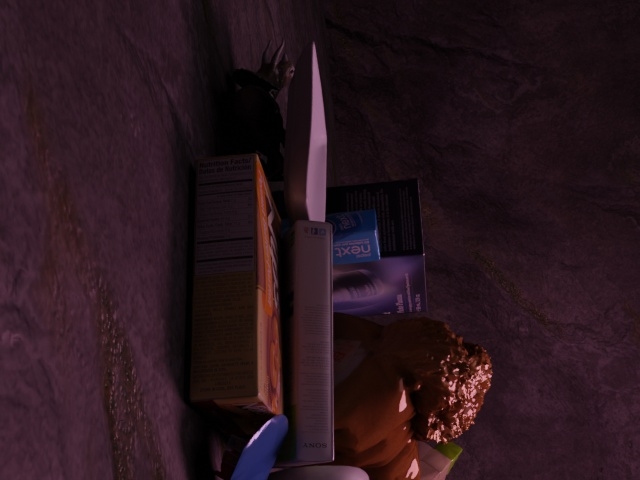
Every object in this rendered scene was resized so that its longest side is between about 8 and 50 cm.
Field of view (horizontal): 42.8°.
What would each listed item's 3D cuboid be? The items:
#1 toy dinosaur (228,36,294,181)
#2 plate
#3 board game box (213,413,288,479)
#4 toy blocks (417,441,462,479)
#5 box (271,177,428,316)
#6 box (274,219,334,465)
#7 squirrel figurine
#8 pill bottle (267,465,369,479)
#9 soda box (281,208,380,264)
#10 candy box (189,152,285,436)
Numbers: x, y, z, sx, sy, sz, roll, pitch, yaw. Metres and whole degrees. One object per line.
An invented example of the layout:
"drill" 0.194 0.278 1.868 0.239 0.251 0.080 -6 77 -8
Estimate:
"toy dinosaur" -0.105 -0.186 1.305 0.314 0.121 0.160 -78 150 -55
"plate" -0.022 -0.119 1.276 0.277 0.045 0.278 79 12 -64
"board game box" -0.096 0.275 0.968 0.169 0.033 0.133 -67 161 7
"toy blocks" 0.135 0.601 1.717 0.381 0.190 0.261 -31 141 -46
"box" 0.068 0.030 1.687 0.296 0.294 0.183 72 16 -62
"box" -0.041 0.158 1.169 0.232 0.058 0.322 137 -43 -66
"squirrel figurine" 0.133 0.319 1.464 0.281 0.396 0.370 -99 164 -55
"pill bottle" 0.000 0.489 1.176 0.169 0.169 0.302 70 15 -66
"soda box" 0.000 0.000 1.479 0.067 0.210 0.071 -88 169 -52
"candy box" -0.101 0.071 1.041 0.183 0.087 0.317 75 10 -63
